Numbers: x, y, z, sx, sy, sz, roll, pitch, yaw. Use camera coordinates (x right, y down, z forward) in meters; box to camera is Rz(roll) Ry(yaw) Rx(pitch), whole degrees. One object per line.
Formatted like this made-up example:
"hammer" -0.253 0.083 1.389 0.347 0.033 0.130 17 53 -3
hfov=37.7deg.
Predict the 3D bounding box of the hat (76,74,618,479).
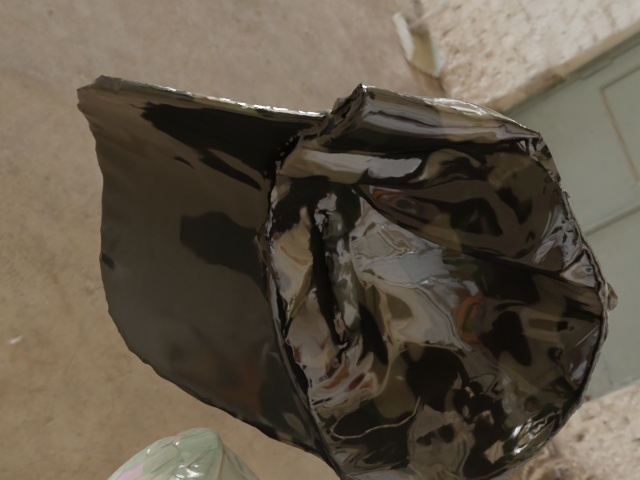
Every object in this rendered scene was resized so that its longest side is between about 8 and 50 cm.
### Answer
"hat" 0.000 0.000 0.718 0.257 0.366 0.382 -19 40 -31

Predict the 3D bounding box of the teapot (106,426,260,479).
"teapot" -0.079 0.252 0.675 0.163 0.221 0.178 -45 106 -11
